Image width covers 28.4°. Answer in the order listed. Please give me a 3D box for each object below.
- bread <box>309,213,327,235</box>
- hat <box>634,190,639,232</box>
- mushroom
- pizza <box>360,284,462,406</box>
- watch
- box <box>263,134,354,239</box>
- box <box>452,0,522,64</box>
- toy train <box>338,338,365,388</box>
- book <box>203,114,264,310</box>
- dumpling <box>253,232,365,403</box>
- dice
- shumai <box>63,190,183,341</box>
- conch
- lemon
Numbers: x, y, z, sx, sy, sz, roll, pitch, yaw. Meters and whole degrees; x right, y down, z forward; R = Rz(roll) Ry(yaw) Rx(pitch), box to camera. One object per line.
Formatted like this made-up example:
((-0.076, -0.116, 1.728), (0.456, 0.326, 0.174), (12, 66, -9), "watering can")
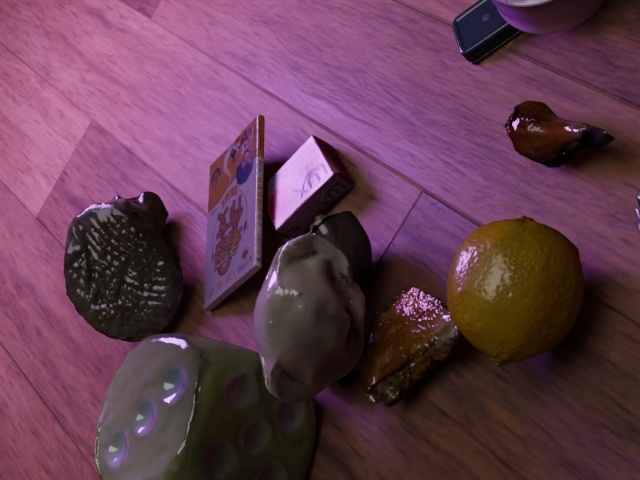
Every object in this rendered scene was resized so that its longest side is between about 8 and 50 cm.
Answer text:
((0.000, 0.000, 2.063), (0.049, 0.034, 0.088), (-33, 44, 50), "bread")
((0.467, -0.013, 1.567), (0.166, 0.081, 0.122), (-2, 29, 30), "hat")
((0.011, 0.048, 1.955), (0.117, 0.141, 0.188), (40, 114, 12), "mushroom")
((0.139, 0.142, 1.820), (0.226, 0.069, 0.147), (-44, 36, 33), "pizza")
((0.299, -0.423, 1.846), (0.249, 0.211, 0.217), (-3, 72, 25), "watch")
((-0.025, -0.086, 2.116), (0.156, 0.060, 0.111), (-47, 45, 20), "box")
((0.263, -0.339, 1.964), (0.126, 0.031, 0.091), (-32, 50, 30), "box")
((0.011, 0.173, 1.952), (0.138, 0.050, 0.087), (15, 77, 50), "toy train")
((-0.149, -0.047, 2.206), (0.208, 0.020, 0.295), (-40, 43, 51), "book")
((-0.015, 0.112, 1.840), (0.132, 0.163, 0.250), (-157, 71, -68), "dumpling")
((-0.178, 0.290, 1.932), (0.252, 0.254, 0.249), (-4, 65, 47), "dice")
((-0.338, 0.047, 2.337), (0.222, 0.204, 0.271), (-4, 93, 16), "shumai")
((0.321, -0.142, 1.760), (0.233, 0.086, 0.080), (37, 98, 51), "conch")
((0.253, 0.067, 1.655), (0.178, 0.178, 0.203), (3, 75, 47), "lemon")
